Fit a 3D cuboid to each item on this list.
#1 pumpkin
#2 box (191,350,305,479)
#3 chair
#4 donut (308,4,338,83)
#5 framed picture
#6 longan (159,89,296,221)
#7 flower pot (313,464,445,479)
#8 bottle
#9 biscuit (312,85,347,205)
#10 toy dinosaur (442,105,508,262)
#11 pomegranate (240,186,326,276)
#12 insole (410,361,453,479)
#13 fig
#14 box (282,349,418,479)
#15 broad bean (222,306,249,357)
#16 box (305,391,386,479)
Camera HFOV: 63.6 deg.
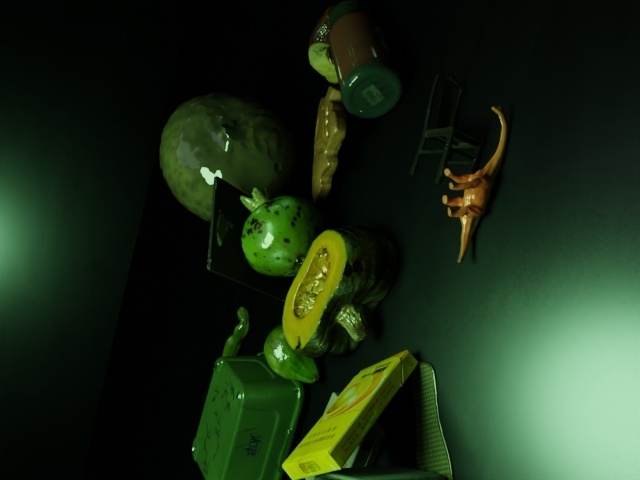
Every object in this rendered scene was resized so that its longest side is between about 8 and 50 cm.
[{"bbox_3d":[0.041,0.122,1.113,0.317,0.139,0.222,-59,32,19],"label":"pumpkin"},{"bbox_3d":[-0.191,0.456,1.293,0.252,0.177,0.329,23,97,59],"label":"box"},{"bbox_3d":[0.251,-0.215,0.969,0.101,0.084,0.213,18,92,61],"label":"chair"},{"bbox_3d":[0.023,-0.541,1.445,0.141,0.085,0.217,-27,58,50],"label":"donut"},{"bbox_3d":[-0.168,0.007,1.322,0.013,0.323,0.244,-15,63,28],"label":"framed picture"},{"bbox_3d":[-0.263,-0.241,1.484,0.391,0.390,0.392,-28,55,50],"label":"longan"},{"bbox_3d":[0.099,0.481,0.823,0.209,0.189,0.239,-55,37,32],"label":"flower pot"},{"bbox_3d":[0.092,-0.457,1.248,0.144,0.143,0.336,-46,43,38],"label":"bottle"},{"bbox_3d":[0.010,-0.232,1.306,0.284,0.043,0.307,-111,28,-66],"label":"biscuit"},{"bbox_3d":[0.267,-0.101,0.905,0.055,0.101,0.280,-142,59,-73],"label":"toy dinosaur"},{"bbox_3d":[-0.100,-0.025,1.257,0.211,0.210,0.263,-56,51,28],"label":"pomegranate"},{"bbox_3d":[0.190,0.342,0.910,0.086,0.005,0.254,-34,51,46],"label":"insole"},{"bbox_3d":[-0.059,0.275,1.221,0.156,0.123,0.123,33,106,47],"label":"fig"},{"bbox_3d":[0.058,0.305,0.920,0.043,0.269,0.152,51,135,0],"label":"box"},{"bbox_3d":[-0.262,0.308,1.582,0.070,0.048,0.214,28,101,57],"label":"broad bean"},{"bbox_3d":[0.042,0.433,1.053,0.141,0.058,0.201,36,107,56],"label":"box"}]
